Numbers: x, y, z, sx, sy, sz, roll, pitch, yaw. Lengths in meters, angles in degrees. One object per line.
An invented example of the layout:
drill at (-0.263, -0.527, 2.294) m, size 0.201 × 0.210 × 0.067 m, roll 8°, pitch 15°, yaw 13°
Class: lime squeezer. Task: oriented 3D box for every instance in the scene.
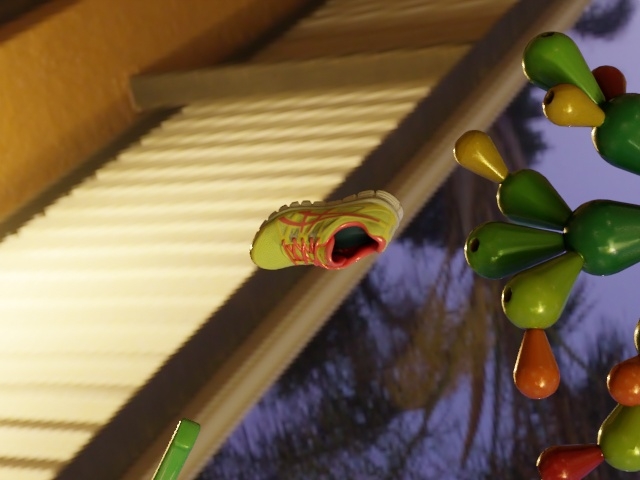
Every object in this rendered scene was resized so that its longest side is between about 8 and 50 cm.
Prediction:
lime squeezer at (-0.145, 0.220, 0.960) m, size 0.059 × 0.310 × 0.110 m, roll 10°, pitch -116°, yaw -11°

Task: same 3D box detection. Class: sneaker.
sneaker at (0.000, 0.000, 1.687) m, size 0.208 × 0.081 × 0.094 m, roll -18°, pitch -146°, yaw 22°

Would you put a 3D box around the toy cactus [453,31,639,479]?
toy cactus at (0.162, 0.002, 0.649) m, size 0.180 × 0.219 × 0.112 m, roll -10°, pitch 159°, yaw 11°
